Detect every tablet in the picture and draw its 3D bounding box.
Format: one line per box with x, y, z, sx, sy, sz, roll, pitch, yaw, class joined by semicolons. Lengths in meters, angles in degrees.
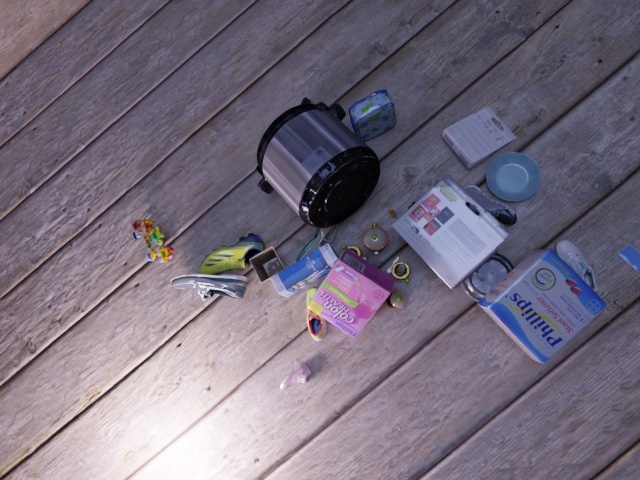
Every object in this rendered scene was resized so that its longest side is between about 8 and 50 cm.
1.103;0.060;1.661;0.054;0.006;0.083;-42;75;0;tablet

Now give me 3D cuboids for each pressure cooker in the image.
-0.027;-0.305;1.767;0.370;0.375;0.420;-25;59;-32;pressure cooker

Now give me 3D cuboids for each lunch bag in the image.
0.202;-0.486;1.849;0.176;0.219;0.090;-28;74;5;lunch bag

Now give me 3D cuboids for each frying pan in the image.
0.678;0.155;1.711;0.327;0.053;0.197;19;84;17;frying pan

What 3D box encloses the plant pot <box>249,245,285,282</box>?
-0.200;0.102;1.872;0.109;0.096;0.109;-31;75;4;plant pot

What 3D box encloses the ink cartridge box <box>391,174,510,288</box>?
0.463;-0.030;1.664;0.272;0.130;0.309;-44;71;12;ink cartridge box

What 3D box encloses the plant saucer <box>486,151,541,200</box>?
0.729;-0.237;1.784;0.195;0.037;0.194;-3;78;12;plant saucer

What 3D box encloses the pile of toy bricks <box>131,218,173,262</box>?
-0.699;-0.017;1.981;0.105;0.118;0.212;-33;74;23;pile of toy bricks

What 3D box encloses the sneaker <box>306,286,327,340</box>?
-0.016;0.277;1.799;0.082;0.094;0.208;-12;75;11;sneaker

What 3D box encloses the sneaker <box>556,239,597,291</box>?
0.910;0.087;1.649;0.080;0.094;0.212;-26;74;7;sneaker

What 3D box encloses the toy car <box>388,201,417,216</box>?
0.336;-0.120;1.851;0.122;0.060;0.040;-7;121;27;toy car

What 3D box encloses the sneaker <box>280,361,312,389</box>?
-0.089;0.530;1.783;0.134;0.051;0.070;-45;68;-5;sneaker

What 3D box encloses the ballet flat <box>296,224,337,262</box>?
0.000;0.000;1.867;0.086;0.086;0.248;32;85;16;ballet flat

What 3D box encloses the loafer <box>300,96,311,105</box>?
-0.044;-0.496;1.983;0.079;0.080;0.219;-2;83;1;loafer

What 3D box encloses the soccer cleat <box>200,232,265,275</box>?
-0.357;0.078;1.907;0.289;0.093;0.121;-29;62;2;soccer cleat

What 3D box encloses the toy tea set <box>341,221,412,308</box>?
0.228;0.098;1.770;0.200;0.124;0.336;-41;74;1;toy tea set

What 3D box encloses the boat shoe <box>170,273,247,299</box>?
-0.455;0.191;1.898;0.320;0.116;0.098;0;75;6;boat shoe

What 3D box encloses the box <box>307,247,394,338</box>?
0.109;0.190;1.704;0.214;0.117;0.242;34;117;1;box

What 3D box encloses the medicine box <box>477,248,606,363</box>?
0.745;0.218;1.603;0.289;0.149;0.263;-43;85;0;medicine box

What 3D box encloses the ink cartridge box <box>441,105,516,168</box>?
0.620;-0.406;1.846;0.225;0.056;0.180;-29;73;-15;ink cartridge box

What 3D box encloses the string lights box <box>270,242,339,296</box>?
-0.051;0.117;1.819;0.260;0.133;0.076;-31;73;4;string lights box

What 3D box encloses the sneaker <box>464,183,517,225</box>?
0.597;-0.103;1.740;0.132;0.086;0.229;-38;62;-25;sneaker
